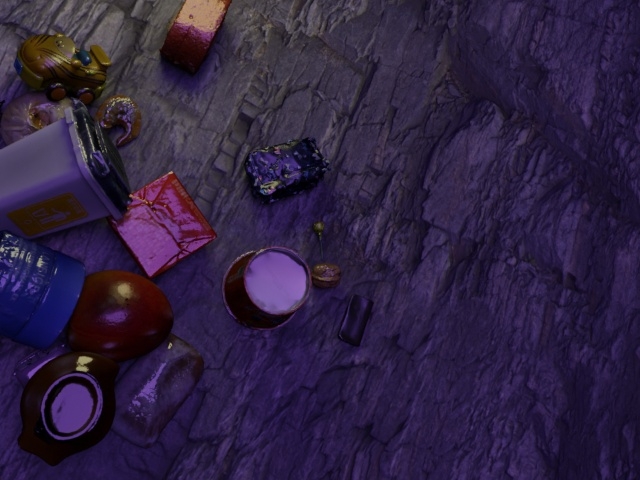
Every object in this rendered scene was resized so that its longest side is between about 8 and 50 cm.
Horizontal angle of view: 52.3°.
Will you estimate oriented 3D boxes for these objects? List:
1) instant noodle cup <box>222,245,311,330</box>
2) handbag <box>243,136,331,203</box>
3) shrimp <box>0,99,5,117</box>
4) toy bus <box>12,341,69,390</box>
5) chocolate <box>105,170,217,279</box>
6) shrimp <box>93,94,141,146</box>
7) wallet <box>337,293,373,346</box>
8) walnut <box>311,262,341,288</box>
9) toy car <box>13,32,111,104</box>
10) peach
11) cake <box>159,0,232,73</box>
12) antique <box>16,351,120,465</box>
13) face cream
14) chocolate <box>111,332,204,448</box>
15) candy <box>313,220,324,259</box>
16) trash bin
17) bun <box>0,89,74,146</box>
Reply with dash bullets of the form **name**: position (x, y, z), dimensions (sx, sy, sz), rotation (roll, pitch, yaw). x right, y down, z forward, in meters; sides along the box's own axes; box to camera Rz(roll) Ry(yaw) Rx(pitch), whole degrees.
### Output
- **instant noodle cup**: position (-0.147, 0.130, 1.882), dimensions (0.251, 0.192, 0.250), rotation (4, 76, -17)
- **handbag**: position (-0.106, -0.217, 2.020), dimensions (0.260, 0.113, 0.162), rotation (-21, 79, -20)
- **shrimp**: position (-0.964, -0.310, 1.731), dimensions (0.075, 0.178, 0.289), rotation (25, 69, 14)
- **toy bus**: position (-0.682, 0.368, 1.675), dimensions (0.142, 0.142, 0.202), rotation (-32, 89, -22)
- **chocolate**: position (-0.459, -0.037, 1.864), dimensions (0.235, 0.108, 0.237), rotation (-35, 89, -21)
- **shrimp**: position (-0.601, -0.341, 1.915), dimensions (0.132, 0.052, 0.187), rotation (32, 74, -10)
- **wallet**: position (0.110, 0.247, 2.034), dimensions (0.082, 0.018, 0.156), rotation (23, 72, -13)
- **walnut**: position (0.017, 0.108, 2.004), dimensions (0.096, 0.082, 0.078), rotation (2, 107, -11)
- **toy car**: position (-0.710, -0.494, 1.817), dimensions (0.248, 0.142, 0.200), rotation (-5, 50, -50)
- **peach**: position (-0.525, 0.201, 1.720), dimensions (0.275, 0.245, 0.248), rotation (0, 87, -20)
- **cake**: position (-0.380, -0.663, 1.996), dimensions (0.151, 0.177, 0.282), rotation (27, 72, -11)
- **antique**: position (-0.596, 0.392, 1.554), dimensions (0.223, 0.129, 0.278), rotation (41, 69, -13)
- **face cream**: position (-0.746, 0.122, 1.621), dimensions (0.225, 0.249, 0.248), rotation (28, 69, -32)
- **chocolate**: position (-0.449, 0.402, 1.774), dimensions (0.185, 0.100, 0.303), rotation (38, 70, -11)
- **candy**: position (0.000, 0.000, 2.053), dimensions (0.035, 0.035, 0.122), rotation (-7, 89, -9)
- **trash bin**: position (-0.716, -0.167, 1.709), dimensions (0.368, 0.255, 0.296), rotation (-23, 60, -5)
- **bun**: position (-0.773, -0.327, 1.812), dimensions (0.223, 0.127, 0.222), rotation (6, 75, -21)
